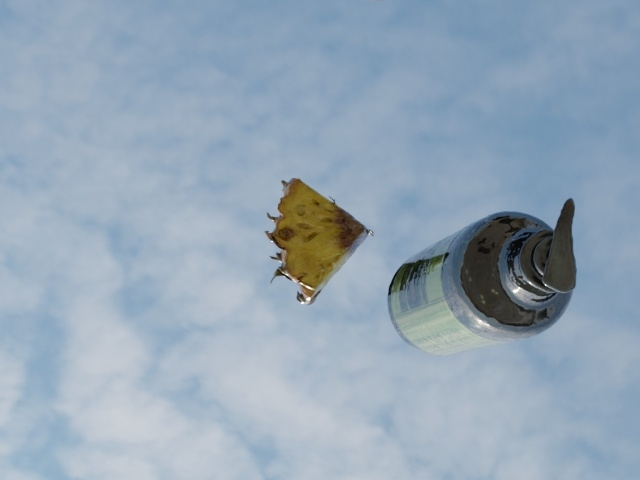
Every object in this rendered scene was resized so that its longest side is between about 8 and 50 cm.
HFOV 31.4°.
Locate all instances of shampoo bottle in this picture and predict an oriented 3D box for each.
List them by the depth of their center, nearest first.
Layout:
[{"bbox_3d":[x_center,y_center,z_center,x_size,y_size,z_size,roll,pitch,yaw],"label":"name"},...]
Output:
[{"bbox_3d":[0.138,0.034,0.918,0.101,0.284,0.101,2,-100,-12],"label":"shampoo bottle"}]

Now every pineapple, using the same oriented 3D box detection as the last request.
[{"bbox_3d":[0.000,0.000,1.230,0.116,0.069,0.137,-6,-98,3],"label":"pineapple"}]
